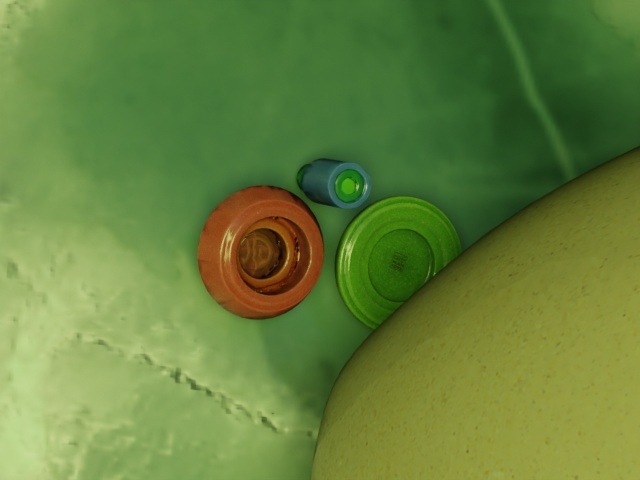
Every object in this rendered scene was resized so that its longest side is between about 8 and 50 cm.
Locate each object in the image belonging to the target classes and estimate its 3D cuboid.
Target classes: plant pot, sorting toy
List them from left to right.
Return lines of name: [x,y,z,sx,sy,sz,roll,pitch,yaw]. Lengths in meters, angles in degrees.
sorting toy: [0.000,0.000,0.715,0.102,0.042,0.061,6,94,-24]
plant pot: [0.106,0.095,0.622,0.191,0.284,0.284,-4,79,22]
